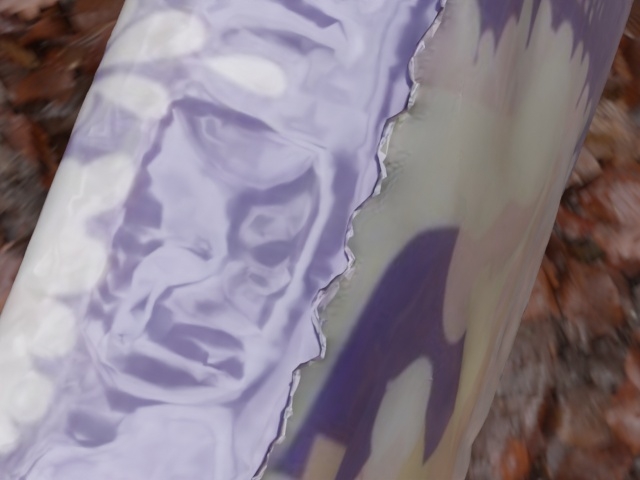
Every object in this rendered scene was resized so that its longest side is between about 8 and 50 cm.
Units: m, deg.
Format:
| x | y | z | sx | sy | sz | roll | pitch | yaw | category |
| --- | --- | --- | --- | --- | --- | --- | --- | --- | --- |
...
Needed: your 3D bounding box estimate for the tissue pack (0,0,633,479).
| x | y | z | sx | sy | sz | roll | pitch | yaw | category |
| --- | --- | --- | --- | --- | --- | --- | --- | --- | --- |
| 0.000 | 0.000 | 0.677 | 0.125 | 0.242 | 0.344 | 17 | 81 | 17 | tissue pack |
